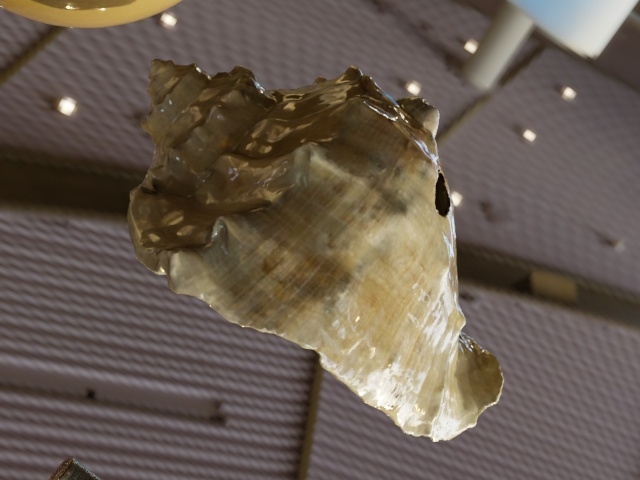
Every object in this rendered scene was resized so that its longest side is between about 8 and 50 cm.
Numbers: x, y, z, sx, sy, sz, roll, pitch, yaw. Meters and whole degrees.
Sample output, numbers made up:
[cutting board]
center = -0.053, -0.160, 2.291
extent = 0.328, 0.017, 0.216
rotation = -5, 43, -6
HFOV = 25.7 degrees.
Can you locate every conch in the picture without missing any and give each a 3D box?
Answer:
[conch]
center = 0.003, -0.009, 0.946
extent = 0.324, 0.186, 0.263
rotation = 31, -152, 3

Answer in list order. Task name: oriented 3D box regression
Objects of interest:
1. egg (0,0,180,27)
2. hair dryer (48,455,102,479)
[egg]
center = -0.196, -0.329, 1.151
extent = 0.301, 0.301, 0.374
rotation = 22, -164, -19
[hair dryer]
center = -0.245, 0.335, 1.407
extent = 0.173, 0.195, 0.050
rotation = 41, -166, -10
